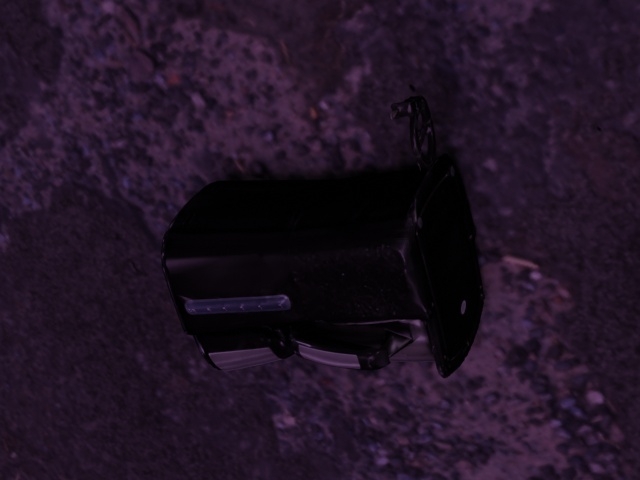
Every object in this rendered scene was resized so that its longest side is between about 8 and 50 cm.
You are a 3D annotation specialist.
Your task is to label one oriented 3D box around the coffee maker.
[{"bbox_3d":[0.000,0.000,0.853,0.178,0.120,0.171,-2,95,25],"label":"coffee maker"}]
